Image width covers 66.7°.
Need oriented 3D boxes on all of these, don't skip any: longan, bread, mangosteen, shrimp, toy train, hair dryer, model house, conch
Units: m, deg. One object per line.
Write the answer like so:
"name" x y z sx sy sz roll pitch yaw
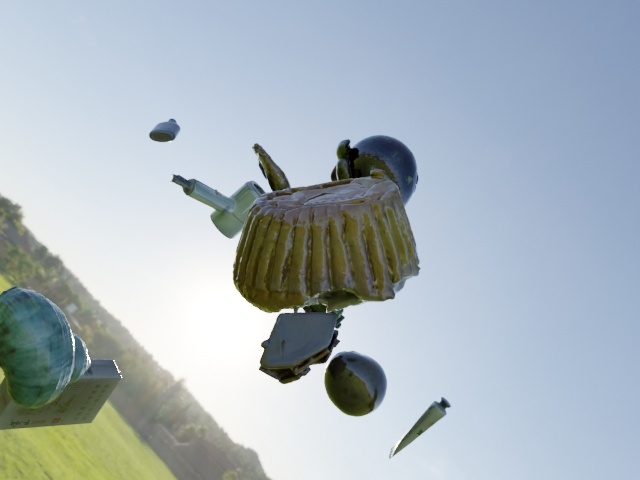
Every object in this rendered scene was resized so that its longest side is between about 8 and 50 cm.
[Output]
"longan" 0.109 0.445 1.514 0.197 0.196 0.220 18 -17 45
"bread" 0.000 0.000 0.694 0.274 0.274 0.149 14 -59 49
"mangosteen" 0.174 -0.211 1.582 0.288 0.288 0.288 35 -27 21
"shrimp" -0.145 -0.193 1.463 0.173 0.058 0.253 50 -9 33
"toy train" 0.013 0.300 2.186 0.226 0.090 0.137 36 -47 17
"hair dryer" -0.296 -0.125 1.381 0.107 0.173 0.357 54 12 26
"model house" -0.060 0.331 1.468 0.220 0.199 0.229 8 -30 10
"conch" -0.457 0.181 0.795 0.188 0.122 0.175 102 -24 -54

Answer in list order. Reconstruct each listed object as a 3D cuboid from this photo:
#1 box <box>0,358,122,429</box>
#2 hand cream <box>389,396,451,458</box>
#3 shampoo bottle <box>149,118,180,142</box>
"box" -0.522 0.302 0.964 0.058 0.141 0.201 44 14 34
"hand cream" 0.285 0.548 1.418 0.050 0.234 0.080 45 11 10
"shampoo bottle" -0.483 -0.349 1.530 0.165 0.080 0.040 -100 -169 -62
